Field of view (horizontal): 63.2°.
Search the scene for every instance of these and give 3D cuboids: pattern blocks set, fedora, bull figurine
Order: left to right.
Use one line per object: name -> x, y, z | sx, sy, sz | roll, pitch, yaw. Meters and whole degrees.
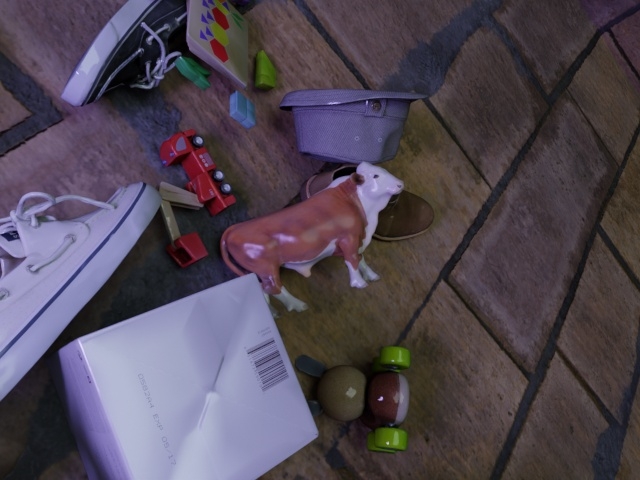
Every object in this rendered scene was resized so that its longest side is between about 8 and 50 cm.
pattern blocks set -> -0.174, -0.355, 0.876 | 0.285, 0.026, 0.325 | 41, 38, -41
bull figurine -> 0.000, 0.000, 0.838 | 0.310, 0.101, 0.189 | -21, 88, -1
fedora -> 0.060, -0.201, 0.941 | 0.275, 0.243, 0.125 | -7, 102, -36

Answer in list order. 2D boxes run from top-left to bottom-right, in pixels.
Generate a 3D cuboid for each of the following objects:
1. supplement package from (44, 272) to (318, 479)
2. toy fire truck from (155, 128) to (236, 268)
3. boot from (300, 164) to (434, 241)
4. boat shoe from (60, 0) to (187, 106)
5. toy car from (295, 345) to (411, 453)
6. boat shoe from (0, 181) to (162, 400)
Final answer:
supplement package -> -0.178, 0.183, 0.620 | 0.198, 0.262, 0.199 | -20, 87, -37
toy fire truck -> -0.206, -0.069, 0.803 | 0.135, 0.047, 0.192 | -34, 96, -44
boot -> 0.120, -0.071, 0.992 | 0.305, 0.115, 0.113 | 10, 69, -32
boat shoe -> -0.278, -0.292, 0.799 | 0.105, 0.113, 0.306 | 39, 42, -25
toy car -> 0.045, 0.255, 0.858 | 0.188, 0.149, 0.155 | 8, 64, -1
boat shoe -> -0.341, 0.017, 0.622 | 0.156, 0.135, 0.367 | 45, 46, -19
